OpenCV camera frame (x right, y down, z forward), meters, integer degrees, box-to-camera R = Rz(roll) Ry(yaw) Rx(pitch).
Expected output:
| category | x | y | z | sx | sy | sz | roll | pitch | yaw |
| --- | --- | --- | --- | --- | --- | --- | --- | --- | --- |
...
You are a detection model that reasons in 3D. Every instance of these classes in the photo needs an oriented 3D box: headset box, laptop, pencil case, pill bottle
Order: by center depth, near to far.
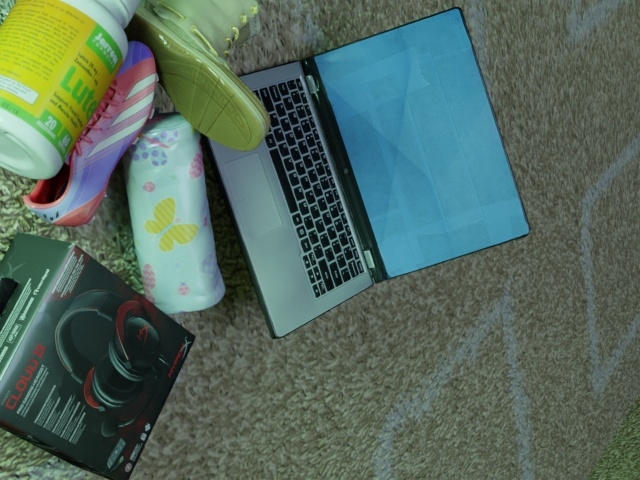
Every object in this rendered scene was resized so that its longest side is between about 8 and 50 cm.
| category | x | y | z | sx | sy | sz | roll | pitch | yaw |
| --- | --- | --- | --- | --- | --- | --- | --- | --- | --- |
| pill bottle | -0.305 | -0.205 | 1.190 | 0.136 | 0.136 | 0.245 | 50 | 58 | -47 |
| headset box | -0.313 | 0.142 | 1.275 | 0.293 | 0.110 | 0.218 | 48 | 60 | -48 |
| pencil case | -0.199 | -0.037 | 1.390 | 0.124 | 0.114 | 0.273 | -106 | -171 | -70 |
| laptop | 0.072 | -0.110 | 1.566 | 0.408 | 0.236 | 0.381 | -26 | 99 | -49 |

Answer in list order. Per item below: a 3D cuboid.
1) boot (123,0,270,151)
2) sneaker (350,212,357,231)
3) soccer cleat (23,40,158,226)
| category | x | y | z | sx | sy | sz | roll | pitch | yaw |
| --- | --- | --- | --- | --- | --- | --- | --- | --- | --- |
| boot | -0.128 | -0.243 | 1.364 | 0.203 | 0.262 | 0.095 | -39 | 164 | -47 |
| sneaker | 0.000 | 0.000 | 1.700 | 0.192 | 0.086 | 0.064 | -40 | 128 | -42 |
| soccer cleat | -0.276 | -0.132 | 1.266 | 0.095 | 0.083 | 0.248 | 22 | 94 | -61 |
